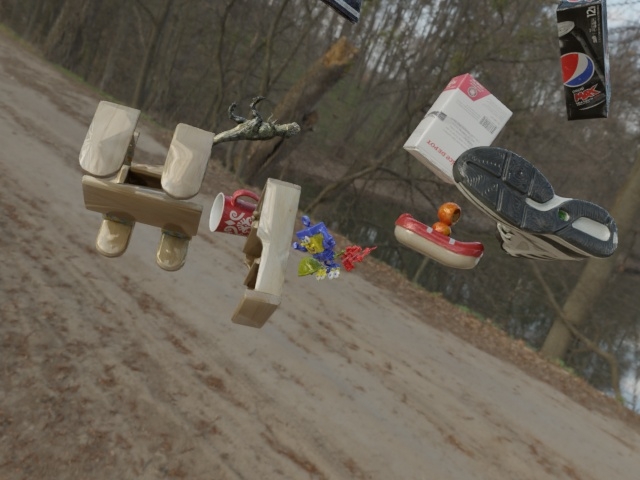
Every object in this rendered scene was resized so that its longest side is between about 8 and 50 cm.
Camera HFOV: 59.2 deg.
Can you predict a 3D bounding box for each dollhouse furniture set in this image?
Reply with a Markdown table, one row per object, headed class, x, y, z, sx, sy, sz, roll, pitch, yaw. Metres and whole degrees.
| class | x | y | z | sx | sy | sz | roll | pitch | yaw |
| --- | --- | --- | --- | --- | --- | --- | --- | --- | --- |
| dollhouse furniture set | -0.263 | -0.012 | 1.087 | 0.393 | 0.257 | 0.362 | 14 | -27 | -12 |

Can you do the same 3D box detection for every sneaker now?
| class | x | y | z | sx | sy | sz | roll | pitch | yaw |
| --- | --- | --- | --- | --- | --- | --- | --- | --- | --- |
| sneaker | 0.458 | -0.050 | 1.365 | 0.447 | 0.169 | 0.257 | 26 | -22 | -15 |

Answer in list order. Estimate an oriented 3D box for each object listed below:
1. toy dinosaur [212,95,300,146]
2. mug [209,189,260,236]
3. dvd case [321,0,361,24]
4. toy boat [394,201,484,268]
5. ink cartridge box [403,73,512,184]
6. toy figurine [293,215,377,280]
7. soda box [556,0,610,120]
| class | x | y | z | sx | sy | sz | roll | pitch | yaw |
| --- | --- | --- | --- | --- | --- | --- | --- | --- | --- |
| toy dinosaur | -0.190 | -0.310 | 1.488 | 0.268 | 0.118 | 0.064 | -10 | 3 | -3 |
| mug | -0.208 | -0.064 | 1.588 | 0.169 | 0.113 | 0.150 | 15 | -19 | -27 |
| dvd case | 0.032 | -0.572 | 1.127 | 0.164 | 0.222 | 0.018 | 18 | -14 | -42 |
| toy boat | 0.309 | -0.025 | 1.426 | 0.231 | 0.151 | 0.151 | 27 | 2 | 6 |
| ink cartridge box | 0.333 | -0.267 | 1.376 | 0.158 | 0.218 | 0.092 | 36 | -1 | -15 |
| toy figurine | 0.000 | 0.000 | 1.966 | 0.217 | 0.191 | 0.362 | 58 | -24 | -10 |
| soda box | 0.354 | -0.246 | 0.752 | 0.053 | 0.060 | 0.169 | 2 | -44 | 32 |
